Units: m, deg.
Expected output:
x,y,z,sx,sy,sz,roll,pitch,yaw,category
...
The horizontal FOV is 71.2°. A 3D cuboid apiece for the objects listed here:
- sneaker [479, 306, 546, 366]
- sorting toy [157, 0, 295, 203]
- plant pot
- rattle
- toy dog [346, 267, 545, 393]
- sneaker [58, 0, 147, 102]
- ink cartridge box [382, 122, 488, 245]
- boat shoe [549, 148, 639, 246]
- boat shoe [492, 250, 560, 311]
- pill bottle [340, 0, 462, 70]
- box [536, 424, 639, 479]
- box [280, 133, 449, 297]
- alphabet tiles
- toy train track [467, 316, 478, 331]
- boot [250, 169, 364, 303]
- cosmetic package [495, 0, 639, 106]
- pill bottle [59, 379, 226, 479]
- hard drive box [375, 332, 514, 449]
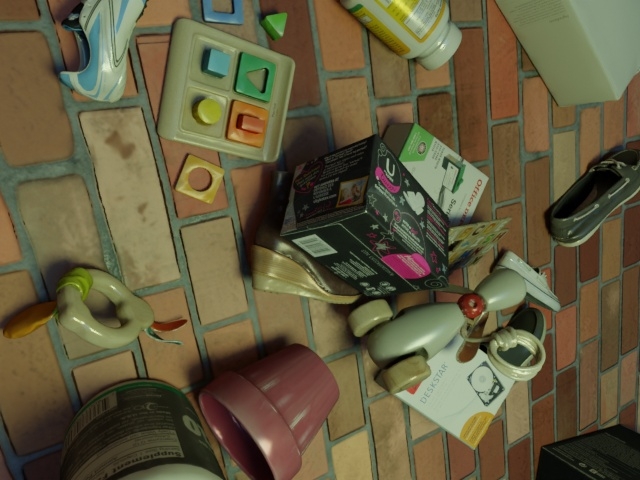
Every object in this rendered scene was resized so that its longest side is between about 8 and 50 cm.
x,y,z,sx,sy,sz,roll,pitch,yaw,category
0.447,0.241,1.065,0.118,0.083,0.221,36,83,-27,sneaker
-0.139,-0.226,0.699,0.196,0.047,0.347,8,95,-28,sorting toy
-0.073,0.278,0.753,0.180,0.202,0.201,-33,113,-35,plant pot
-0.319,0.136,0.661,0.142,0.130,0.200,-49,144,0,rattle
0.215,0.168,0.836,0.335,0.161,0.219,-3,64,-3,toy dog
-0.283,-0.305,0.587,0.086,0.085,0.236,11,95,-44,sneaker
0.202,-0.104,0.871,0.220,0.093,0.160,25,87,-28,ink cartridge box
0.694,-0.128,1.112,0.335,0.112,0.095,-46,120,-9,boat shoe
0.511,0.099,1.072,0.226,0.083,0.075,30,86,-27,boat shoe
0.146,-0.395,0.777,0.209,0.118,0.117,28,85,-28,pill bottle
0.827,0.742,1.278,0.396,0.212,0.293,1,98,-28,box
0.082,-0.024,0.721,0.247,0.164,0.141,38,51,-39,box
0.281,0.029,0.906,0.238,0.009,0.198,-9,144,-37,alphabet tiles
0.364,0.178,1.051,0.048,0.014,0.083,26,81,-21,toy train track
0.000,0.000,0.789,0.249,0.090,0.206,13,87,-36,boot
0.538,-0.498,0.942,0.385,0.156,0.217,44,79,-27,cosmetic package
-0.225,0.346,0.578,0.205,0.361,0.203,-5,102,-27,pill bottle
0.264,0.293,0.945,0.232,0.089,0.181,36,81,-12,hard drive box
